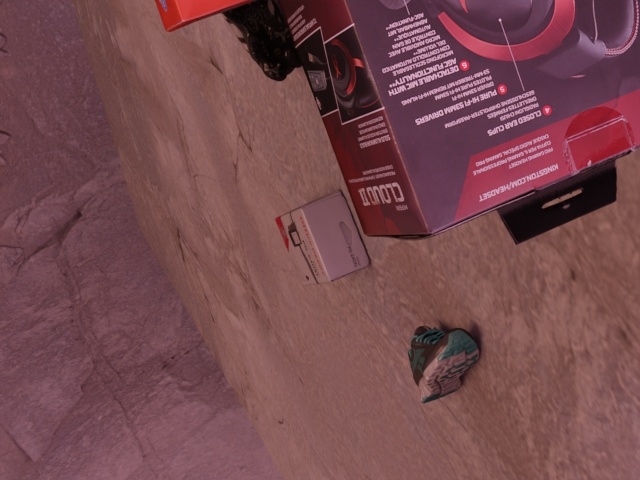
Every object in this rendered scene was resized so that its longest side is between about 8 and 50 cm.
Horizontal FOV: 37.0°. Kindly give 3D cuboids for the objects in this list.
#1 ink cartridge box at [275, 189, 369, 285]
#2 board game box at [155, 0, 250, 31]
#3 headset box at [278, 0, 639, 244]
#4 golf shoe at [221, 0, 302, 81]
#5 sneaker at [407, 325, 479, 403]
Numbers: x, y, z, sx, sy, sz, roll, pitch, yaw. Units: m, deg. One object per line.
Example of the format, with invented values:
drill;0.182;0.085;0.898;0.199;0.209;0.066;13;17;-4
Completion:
ink cartridge box;0.000;0.000;1.316;0.109;0.063;0.150;68;164;-2
board game box;-0.055;-0.347;0.714;0.064;0.242;0.317;16;128;69
headset box;0.095;-0.146;0.540;0.293;0.218;0.110;69;165;-6
golf shoe;-0.093;-0.290;1.176;0.198;0.077;0.094;64;176;-24
sneaker;0.128;0.127;1.086;0.166;0.065;0.076;104;144;-62
